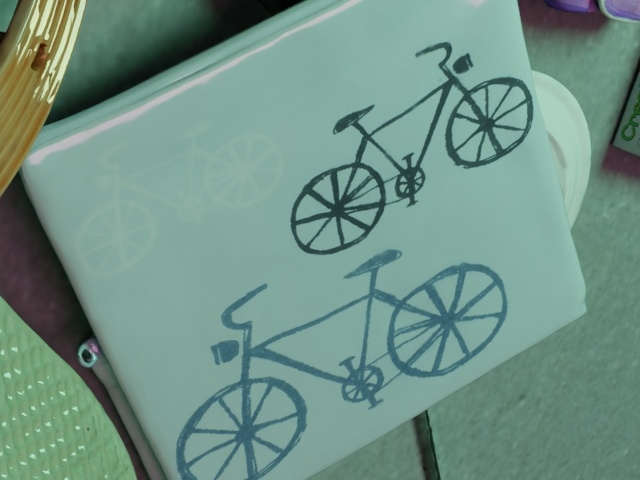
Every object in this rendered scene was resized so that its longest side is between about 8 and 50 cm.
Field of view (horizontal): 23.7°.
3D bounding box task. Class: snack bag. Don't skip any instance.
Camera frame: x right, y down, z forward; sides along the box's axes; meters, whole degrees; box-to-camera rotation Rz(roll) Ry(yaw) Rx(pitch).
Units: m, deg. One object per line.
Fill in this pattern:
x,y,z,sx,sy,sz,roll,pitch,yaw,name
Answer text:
0.000,0.000,0.921,0.323,0.037,0.342,-29,130,-11,snack bag

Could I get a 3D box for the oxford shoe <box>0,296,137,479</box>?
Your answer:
-0.203,0.125,0.807,0.449,0.130,0.169,64,22,-45,oxford shoe

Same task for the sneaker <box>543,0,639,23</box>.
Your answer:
0.181,-0.233,0.975,0.282,0.102,0.161,34,89,-43,sneaker

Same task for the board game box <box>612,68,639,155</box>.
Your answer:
0.372,-0.136,1.208,0.305,0.053,0.193,9,104,-42,board game box

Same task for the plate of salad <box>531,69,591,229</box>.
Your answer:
0.099,-0.028,1.034,0.200,0.048,0.200,-17,127,-24,plate of salad

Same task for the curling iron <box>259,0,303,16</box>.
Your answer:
-0.069,-0.175,0.835,0.068,0.035,0.274,-53,132,-3,curling iron

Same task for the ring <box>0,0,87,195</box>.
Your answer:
-0.168,-0.147,0.616,0.336,0.032,0.337,11,90,-77,ring
